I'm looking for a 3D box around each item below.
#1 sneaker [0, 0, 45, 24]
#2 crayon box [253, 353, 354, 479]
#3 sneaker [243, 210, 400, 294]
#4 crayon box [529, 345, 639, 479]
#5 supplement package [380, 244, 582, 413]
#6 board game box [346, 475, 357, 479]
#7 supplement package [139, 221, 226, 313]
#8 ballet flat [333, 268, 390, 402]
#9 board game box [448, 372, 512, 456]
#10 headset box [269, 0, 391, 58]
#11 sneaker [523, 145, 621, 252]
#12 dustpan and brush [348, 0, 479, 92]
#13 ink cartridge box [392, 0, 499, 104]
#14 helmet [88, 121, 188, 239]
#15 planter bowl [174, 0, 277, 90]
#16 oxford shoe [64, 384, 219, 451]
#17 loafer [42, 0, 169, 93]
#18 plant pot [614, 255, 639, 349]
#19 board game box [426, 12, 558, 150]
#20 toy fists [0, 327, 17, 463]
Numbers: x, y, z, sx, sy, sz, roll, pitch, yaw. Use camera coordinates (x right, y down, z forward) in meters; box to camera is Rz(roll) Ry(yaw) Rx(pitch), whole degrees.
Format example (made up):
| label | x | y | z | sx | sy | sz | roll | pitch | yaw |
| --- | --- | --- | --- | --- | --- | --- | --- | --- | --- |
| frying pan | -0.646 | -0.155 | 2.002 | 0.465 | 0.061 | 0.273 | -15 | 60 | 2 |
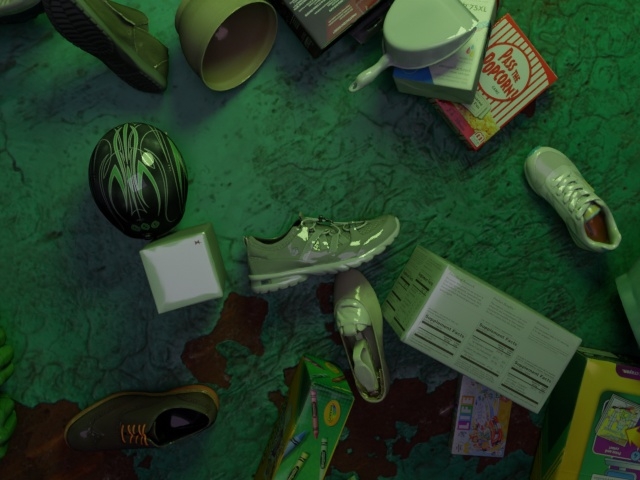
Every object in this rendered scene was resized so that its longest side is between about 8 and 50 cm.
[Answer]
| label | x | y | z | sx | sy | sz | roll | pitch | yaw |
| --- | --- | --- | --- | --- | --- | --- | --- | --- | --- |
| sneaker | -0.538 | -0.385 | 1.035 | 0.350 | 0.148 | 0.131 | 3 | 105 | 17 |
| crayon box | -0.037 | 0.356 | 1.150 | 0.081 | 0.165 | 0.279 | 20 | 94 | -8 |
| sneaker | 0.000 | 0.000 | 1.140 | 0.281 | 0.105 | 0.115 | -19 | 99 | -3 |
| crayon box | 0.608 | 0.387 | 1.257 | 0.362 | 0.106 | 0.313 | 12 | 97 | -7 |
| supplement package | 0.262 | 0.142 | 1.137 | 0.261 | 0.204 | 0.145 | 29 | 95 | -9 |
| board game box | -0.012 | 0.578 | 1.191 | 0.275 | 0.144 | 0.142 | -31 | 99 | -2 |
| supplement package | -0.218 | 0.039 | 1.083 | 0.105 | 0.179 | 0.105 | -15 | 98 | -4 |
| ballet flat | 0.071 | 0.173 | 1.174 | 0.086 | 0.086 | 0.249 | -17 | 98 | -4 |
| board game box | 0.303 | 0.328 | 1.254 | 0.103 | 0.026 | 0.154 | 6 | 96 | -7 |
| headset box | 0.005 | -0.460 | 1.081 | 0.218 | 0.110 | 0.293 | -40 | 99 | 0 |
| sneaker | 0.455 | -0.077 | 1.189 | 0.087 | 0.092 | 0.229 | -41 | 98 | 1 |
| dustpan and brush | 0.127 | -0.310 | 1.054 | 0.211 | 0.060 | 0.147 | -34 | 63 | 2 |
| ink cartridge box | 0.214 | -0.356 | 1.100 | 0.134 | 0.078 | 0.231 | 14 | 87 | 16 |
| helmet | -0.291 | -0.101 | 1.065 | 0.169 | 0.169 | 0.162 | -9 | 139 | -5 |
| planter bowl | -0.164 | -0.338 | 1.067 | 0.109 | 0.162 | 0.162 | 42 | 91 | 18 |
| oxford shoe | -0.313 | 0.314 | 1.147 | 0.271 | 0.098 | 0.097 | -14 | 98 | -5 |
| loafer | -0.321 | -0.326 | 1.026 | 0.094 | 0.251 | 0.087 | 7 | 72 | 25 |
| plant pot | 0.641 | 0.117 | 1.160 | 0.196 | 0.293 | 0.293 | -21 | 100 | 24 |
| board game box | 0.294 | -0.276 | 1.168 | 0.193 | 0.045 | 0.147 | -42 | 99 | 1 |
| toy fists | -0.584 | 0.253 | 1.114 | 0.142 | 0.096 | 0.279 | 3 | 98 | 3 |
